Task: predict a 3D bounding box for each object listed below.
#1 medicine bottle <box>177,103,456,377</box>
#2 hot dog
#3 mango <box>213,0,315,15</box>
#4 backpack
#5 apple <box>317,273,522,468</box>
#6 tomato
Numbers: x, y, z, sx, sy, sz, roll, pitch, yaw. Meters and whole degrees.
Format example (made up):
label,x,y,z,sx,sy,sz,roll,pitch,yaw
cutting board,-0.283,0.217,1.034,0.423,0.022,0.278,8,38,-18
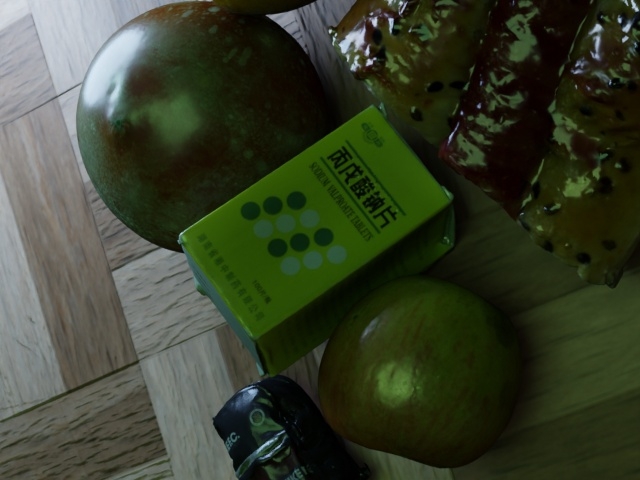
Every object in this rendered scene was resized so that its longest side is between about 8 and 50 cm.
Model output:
label,x,y,z,sx,sy,sz,roll,pitch,yaw
medicine bottle,0.000,0.000,1.669,0.250,0.141,0.137,-35,68,-8
hot dog,0.236,-0.204,1.535,0.367,0.196,0.365,42,112,11
mango,0.012,-0.381,1.687,0.199,0.221,0.384,39,86,-7
backpack,-0.042,0.226,1.764,0.165,0.106,0.120,49,116,18
apple,0.101,0.126,1.636,0.196,0.196,0.196,-1,89,30
tomato,-0.135,-0.119,1.760,0.270,0.223,0.270,-2,86,32
